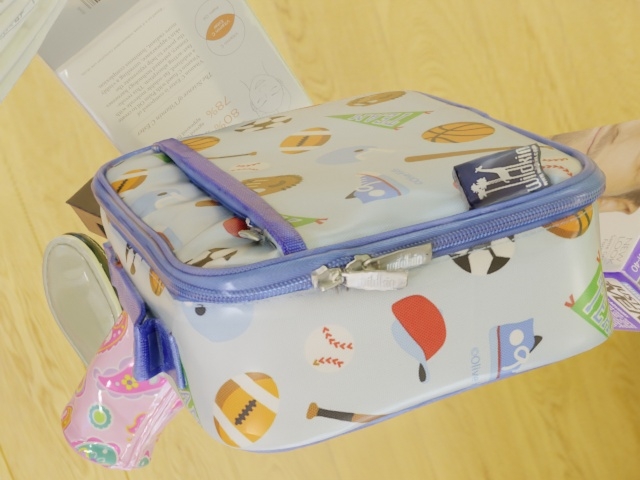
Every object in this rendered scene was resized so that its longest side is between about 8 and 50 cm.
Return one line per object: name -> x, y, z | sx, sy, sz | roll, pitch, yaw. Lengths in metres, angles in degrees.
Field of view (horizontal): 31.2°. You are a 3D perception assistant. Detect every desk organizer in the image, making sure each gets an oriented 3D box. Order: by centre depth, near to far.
desk organizer -> -0.229, -0.027, 1.300 | 0.047, 0.130, 0.050 | -46, 130, -21

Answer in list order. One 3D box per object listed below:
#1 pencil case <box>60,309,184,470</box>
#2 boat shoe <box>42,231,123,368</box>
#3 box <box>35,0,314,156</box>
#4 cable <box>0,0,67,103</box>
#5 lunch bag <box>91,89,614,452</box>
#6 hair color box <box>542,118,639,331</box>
pencil case -> -0.172, 0.123, 1.259 | 0.124, 0.124, 0.284 | 31, 108, -17
boat shoe -> -0.284, 0.116, 1.627 | 0.113, 0.127, 0.340 | -51, 128, -45
box -> -0.161, -0.178, 1.348 | 0.215, 0.168, 0.345 | -41, 134, -6
cable -> -0.112, -0.137, 0.312 | 0.089, 0.257, 0.257 | 28, 57, -1
lunch bag -> 0.000, 0.000, 0.627 | 0.243, 0.303, 0.114 | -13, 108, -17
hair color box -> 0.261, -0.014, 1.141 | 0.110, 0.339, 0.185 | 39, 73, -20
